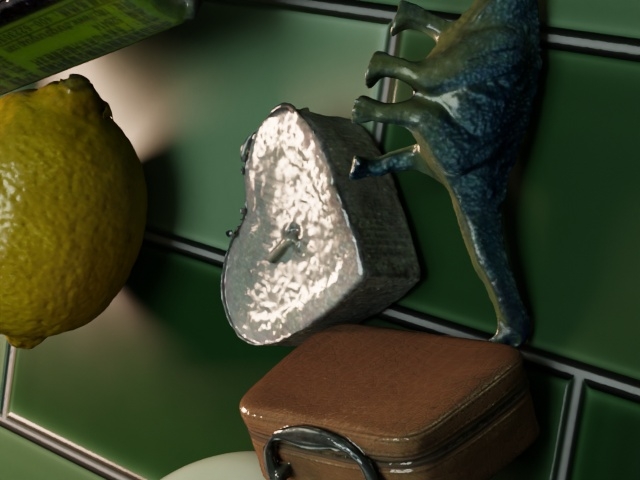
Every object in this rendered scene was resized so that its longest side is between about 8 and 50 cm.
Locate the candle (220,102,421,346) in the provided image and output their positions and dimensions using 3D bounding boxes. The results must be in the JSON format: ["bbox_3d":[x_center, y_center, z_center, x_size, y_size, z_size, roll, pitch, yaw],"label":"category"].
[{"bbox_3d":[0.000,0.000,1.262,0.168,0.068,0.192,28,110,46],"label":"candle"}]

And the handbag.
[{"bbox_3d":[0.041,0.124,1.156,0.193,0.151,0.072,9,124,45],"label":"handbag"}]

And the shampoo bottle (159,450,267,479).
[{"bbox_3d":[-0.002,0.263,1.201,0.349,0.151,0.221,-11,77,46],"label":"shampoo bottle"}]

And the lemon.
[{"bbox_3d":[-0.244,-0.024,1.429,0.188,0.188,0.256,28,111,42],"label":"lemon"}]

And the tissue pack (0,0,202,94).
[{"bbox_3d":[-0.232,-0.275,1.409,0.394,0.124,0.288,-12,57,45],"label":"tissue pack"}]

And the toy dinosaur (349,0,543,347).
[{"bbox_3d":[0.101,-0.106,1.153,0.147,0.076,0.363,10,94,8],"label":"toy dinosaur"}]
